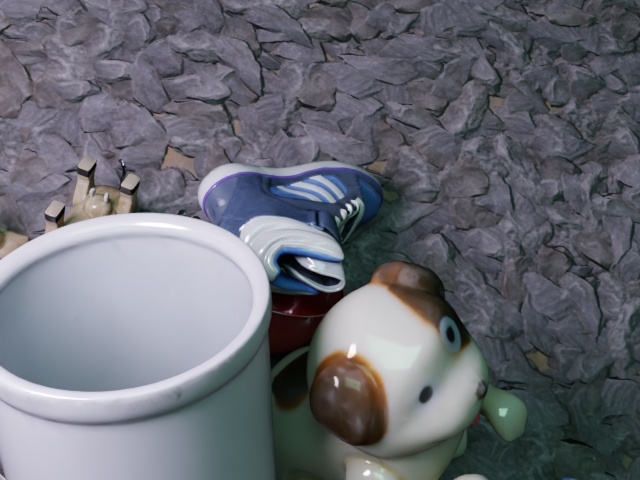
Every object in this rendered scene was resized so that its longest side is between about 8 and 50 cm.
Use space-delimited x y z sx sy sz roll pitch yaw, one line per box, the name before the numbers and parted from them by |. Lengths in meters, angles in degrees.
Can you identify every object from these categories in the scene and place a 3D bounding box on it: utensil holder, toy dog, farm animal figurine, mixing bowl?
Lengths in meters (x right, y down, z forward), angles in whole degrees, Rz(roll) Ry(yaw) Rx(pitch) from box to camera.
utensil holder | -0.211 0.215 1.317 0.327 0.386 0.328 -1 34 0
toy dog | 0.071 0.191 1.433 0.395 0.408 0.284 39 61 8
farm animal figurine | -0.366 0.019 1.574 0.330 0.172 0.327 35 49 15
mixing bowl | -0.065 0.096 1.611 0.181 0.098 0.181 14 26 -7

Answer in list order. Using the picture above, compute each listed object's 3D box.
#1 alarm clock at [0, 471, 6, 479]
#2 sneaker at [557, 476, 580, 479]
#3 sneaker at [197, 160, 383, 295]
alarm clock | -0.459 0.356 1.425 0.192 0.064 0.129 -31 74 -27
sneaker | 0.466 0.412 1.588 0.330 0.130 0.147 28 46 -1
sneaker | 0.000 0.000 1.610 0.322 0.130 0.236 2 39 -38
